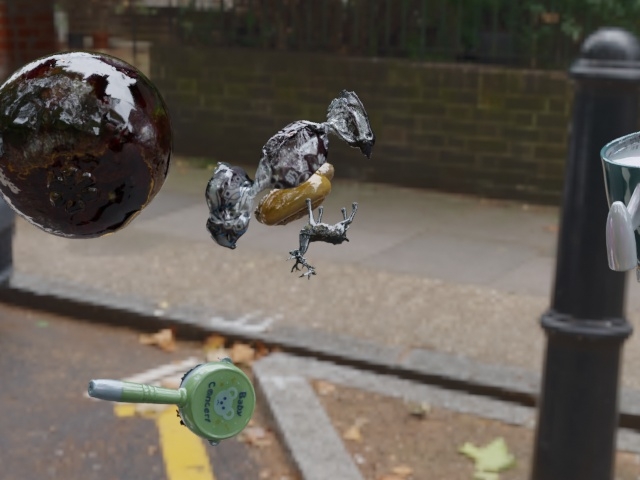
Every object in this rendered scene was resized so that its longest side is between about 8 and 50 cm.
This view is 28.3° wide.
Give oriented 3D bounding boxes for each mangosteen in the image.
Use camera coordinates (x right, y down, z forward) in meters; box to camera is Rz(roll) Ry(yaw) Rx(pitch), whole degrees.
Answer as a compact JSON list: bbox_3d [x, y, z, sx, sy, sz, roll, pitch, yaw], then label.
[{"bbox_3d":[-0.291,-0.134,1.556,0.235,0.236,0.261,0,36,-5],"label":"mangosteen"}]

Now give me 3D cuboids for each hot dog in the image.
[{"bbox_3d":[-0.033,-0.067,1.844,0.140,0.060,0.090,-26,-7,-12],"label":"hot dog"}]

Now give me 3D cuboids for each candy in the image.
[{"bbox_3d":[-0.034,-0.079,1.351,0.226,0.094,0.051,-38,22,-20],"label":"candy"}]

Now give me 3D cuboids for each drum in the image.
[{"bbox_3d":[-0.213,0.246,1.845,0.253,0.130,0.049,-7,7,-30],"label":"drum"}]

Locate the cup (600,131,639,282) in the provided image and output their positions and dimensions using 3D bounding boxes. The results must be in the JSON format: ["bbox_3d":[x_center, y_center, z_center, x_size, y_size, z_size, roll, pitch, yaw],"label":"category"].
[{"bbox_3d":[0.430,-0.034,1.531,0.167,0.173,0.299,7,26,42],"label":"cup"}]

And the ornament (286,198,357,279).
[{"bbox_3d":[0.000,0.000,1.620,0.073,0.028,0.125,7,51,16],"label":"ornament"}]
